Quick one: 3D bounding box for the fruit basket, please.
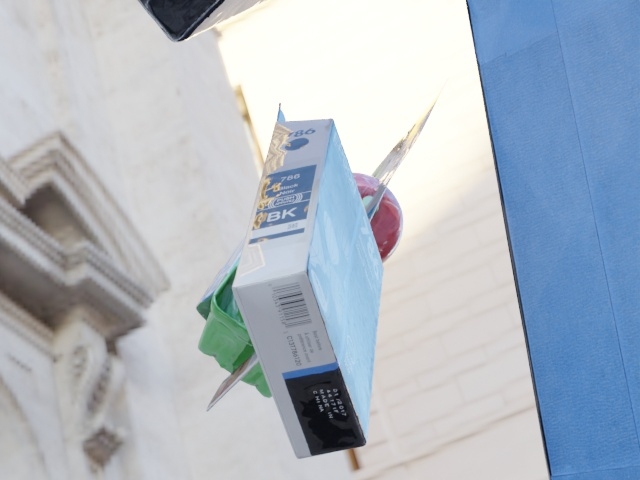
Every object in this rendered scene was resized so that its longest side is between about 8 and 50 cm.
[{"bbox_3d":[0.000,0.000,1.601,0.165,0.327,0.353,31,-47,-1],"label":"fruit basket"}]

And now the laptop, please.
[{"bbox_3d":[0.171,-0.051,0.607,0.236,0.381,0.408,-12,-15,12],"label":"laptop"}]

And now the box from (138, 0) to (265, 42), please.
[{"bbox_3d":[-0.063,-0.370,1.135,0.212,0.293,0.395,-39,2,29],"label":"box"}]

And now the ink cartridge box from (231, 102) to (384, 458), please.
[{"bbox_3d":[-0.001,0.014,1.173,0.065,0.332,0.165,-14,-62,11],"label":"ink cartridge box"}]
